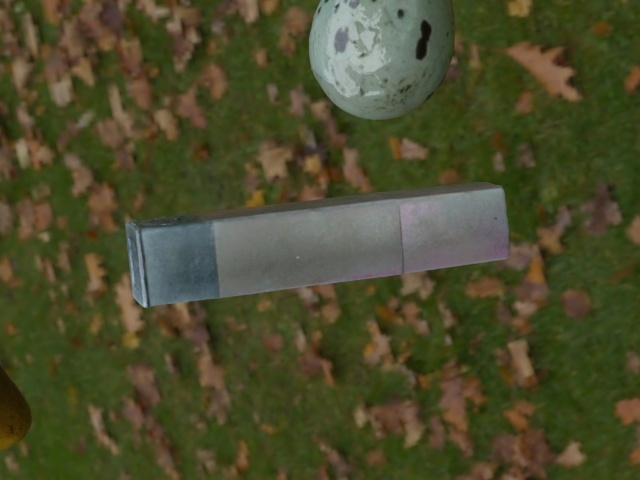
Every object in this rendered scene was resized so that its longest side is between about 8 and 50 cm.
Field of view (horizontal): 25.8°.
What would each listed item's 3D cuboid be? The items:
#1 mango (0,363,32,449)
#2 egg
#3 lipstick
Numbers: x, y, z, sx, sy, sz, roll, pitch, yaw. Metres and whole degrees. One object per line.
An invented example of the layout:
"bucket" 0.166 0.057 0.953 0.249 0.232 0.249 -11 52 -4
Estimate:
"mango" -0.403 0.163 1.548 0.178 0.115 0.090 53 137 6
"egg" 0.056 -0.188 1.229 0.131 0.131 0.164 28 116 47
"lipstick" 0.000 0.000 1.174 0.066 0.317 0.068 -160 64 -73
